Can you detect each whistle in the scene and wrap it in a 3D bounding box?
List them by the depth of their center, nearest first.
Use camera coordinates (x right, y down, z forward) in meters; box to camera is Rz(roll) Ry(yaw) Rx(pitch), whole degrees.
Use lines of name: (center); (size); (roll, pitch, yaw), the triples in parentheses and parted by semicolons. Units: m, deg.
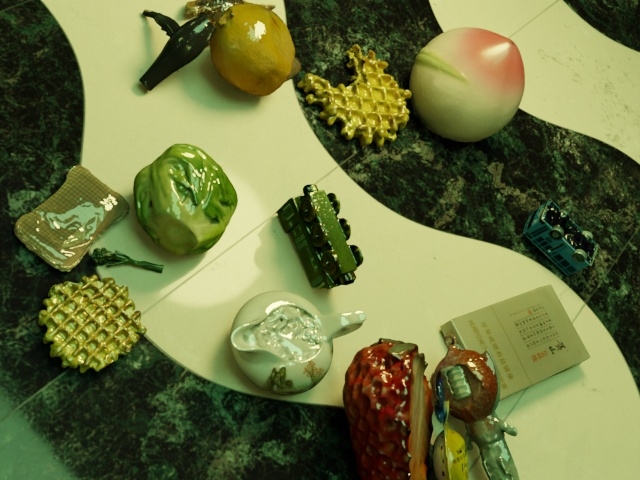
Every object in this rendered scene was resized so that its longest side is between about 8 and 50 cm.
whistle: (0.323, 0.355, 1.743); (0.134, 0.142, 0.346); (36, 34, -69)

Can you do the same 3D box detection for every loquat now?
loquat: (-0.151, -0.420, 1.888); (0.234, 0.176, 0.187); (36, 68, -54)

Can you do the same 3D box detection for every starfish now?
starfish: (-0.216, -0.546, 2.011); (0.216, 0.071, 0.238); (16, 65, -30)

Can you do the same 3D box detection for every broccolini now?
broccolini: (-0.357, 0.044, 1.582); (0.140, 0.030, 0.035); (17, 63, -28)

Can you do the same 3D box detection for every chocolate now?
chocolate: (-0.088, -0.415, 2.030); (0.064, 0.031, 0.101); (44, 50, 5)

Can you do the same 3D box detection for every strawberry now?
strawberry: (0.122, 0.353, 1.603); (0.149, 0.265, 0.336); (-2, 73, 15)

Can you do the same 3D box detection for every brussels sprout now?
brussels sprout: (-0.256, -0.076, 1.637); (0.223, 0.161, 0.223); (20, 64, -46)

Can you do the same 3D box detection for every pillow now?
pillow: (-0.454, -0.041, 1.564); (0.135, 0.034, 0.211); (40, 50, -7)

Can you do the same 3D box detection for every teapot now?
teapot: (-0.057, 0.185, 1.608); (0.298, 0.139, 0.204); (-13, 67, -36)

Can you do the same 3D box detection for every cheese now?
cheese: (0.251, 0.397, 1.670); (0.156, 0.064, 0.250); (-25, 107, -77)

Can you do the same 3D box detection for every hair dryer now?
hair dryer: (-0.344, -0.439, 1.845); (0.219, 0.195, 0.075); (47, 1, 38)

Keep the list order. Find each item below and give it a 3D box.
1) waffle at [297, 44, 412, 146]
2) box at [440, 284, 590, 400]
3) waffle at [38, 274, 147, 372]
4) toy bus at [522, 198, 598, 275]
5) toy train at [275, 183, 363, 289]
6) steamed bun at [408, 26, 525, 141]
waffle: (0.107, -0.353, 2.091); (0.260, 0.069, 0.293); (45, 50, 0)
box: (0.454, 0.235, 1.957); (0.365, 0.051, 0.204); (-14, 71, -37)
waffle: (-0.400, 0.142, 1.483); (0.191, 0.038, 0.191); (16, 55, -24)
toy bus: (0.606, -0.006, 2.166); (0.185, 0.106, 0.090); (42, 52, -10)
toy train: (0.000, 0.000, 1.762); (0.090, 0.137, 0.225); (-13, 74, -35)
steamed bun: (0.393, -0.418, 2.167); (0.309, 0.309, 0.309); (16, 55, -24)
